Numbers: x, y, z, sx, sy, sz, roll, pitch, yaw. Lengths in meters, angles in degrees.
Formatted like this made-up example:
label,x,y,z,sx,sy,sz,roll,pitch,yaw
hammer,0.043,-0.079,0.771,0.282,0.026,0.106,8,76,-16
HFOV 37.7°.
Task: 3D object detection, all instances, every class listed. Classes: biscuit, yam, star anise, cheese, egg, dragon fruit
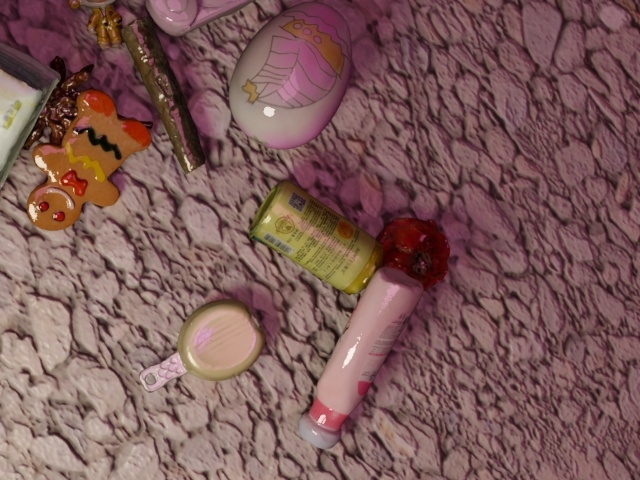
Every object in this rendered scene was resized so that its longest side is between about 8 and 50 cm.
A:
label,x,y,z,sx,sy,sz,roll,pitch,yaw
biscuit,-0.399,-0.120,1.575,0.165,0.036,0.250,38,90,-29
yam,-0.266,-0.249,1.622,0.061,0.061,0.274,-25,99,-14
star anise,-0.419,-0.240,1.587,0.234,0.073,0.177,-22,103,-21
cheese,-0.208,0.194,1.629,0.227,0.064,0.137,-29,92,-15
egg,-0.044,-0.286,1.617,0.196,0.196,0.271,36,87,-11
dragon fruit,0.182,0.025,1.711,0.153,0.111,0.153,0,90,-18

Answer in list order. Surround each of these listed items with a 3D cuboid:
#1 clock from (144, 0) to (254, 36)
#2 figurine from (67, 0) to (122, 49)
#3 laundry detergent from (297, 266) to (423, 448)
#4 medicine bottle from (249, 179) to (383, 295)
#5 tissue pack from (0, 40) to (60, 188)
label,x,y,z,sx,sy,sz,roll,pitch,yaw
clock,-0.217,-0.545,1.624,0.296,0.113,0.322,-29,94,-13
figurine,-0.371,-0.404,1.608,0.101,0.068,0.143,-39,110,-8
laundry detergent,0.065,0.208,1.641,0.088,0.159,0.335,32,103,20
medicine bottle,0.000,0.000,1.661,0.239,0.124,0.124,32,81,-12
tissue pack,-0.645,-0.225,1.446,0.388,0.162,0.287,30,103,-10
